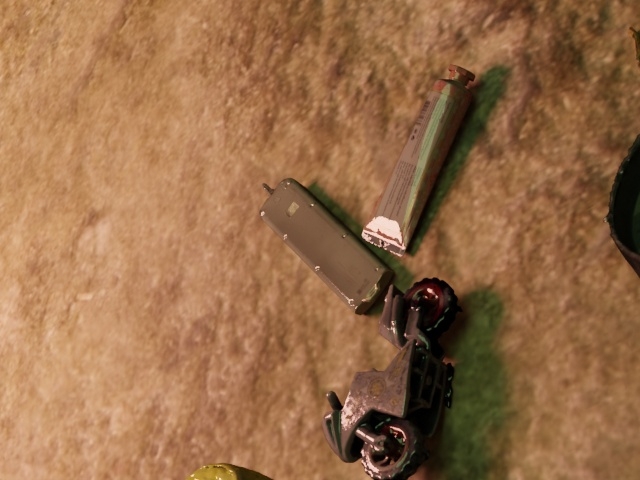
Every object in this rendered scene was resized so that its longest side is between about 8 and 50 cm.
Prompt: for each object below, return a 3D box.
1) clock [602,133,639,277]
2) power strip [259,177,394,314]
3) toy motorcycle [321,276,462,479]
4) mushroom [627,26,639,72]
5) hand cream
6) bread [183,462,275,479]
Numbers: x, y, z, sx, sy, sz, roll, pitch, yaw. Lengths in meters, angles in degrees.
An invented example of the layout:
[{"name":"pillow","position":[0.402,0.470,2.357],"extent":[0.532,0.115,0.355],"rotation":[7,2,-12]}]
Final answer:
[{"name":"clock","position":[0.375,-0.074,1.252],"extent":[0.312,0.061,0.313],"rotation":[-39,22,19]},{"name":"power strip","position":[0.000,0.000,1.659],"extent":[0.060,0.027,0.252],"rotation":[-53,44,7]},{"name":"toy motorcycle","position":[0.070,0.139,1.488],"extent":[0.122,0.080,0.215],"rotation":[-4,60,38]},{"name":"mushroom","position":[0.312,-0.141,1.384],"extent":[0.286,0.028,0.026],"rotation":[-83,-1,-59]},{"name":"hand cream","position":[0.109,-0.087,1.604],"extent":[0.067,0.043,0.210],"rotation":[25,90,42]},{"name":"bread","position":[-0.086,0.286,1.521],"extent":[0.129,0.114,0.111],"rotation":[-37,41,16]}]
